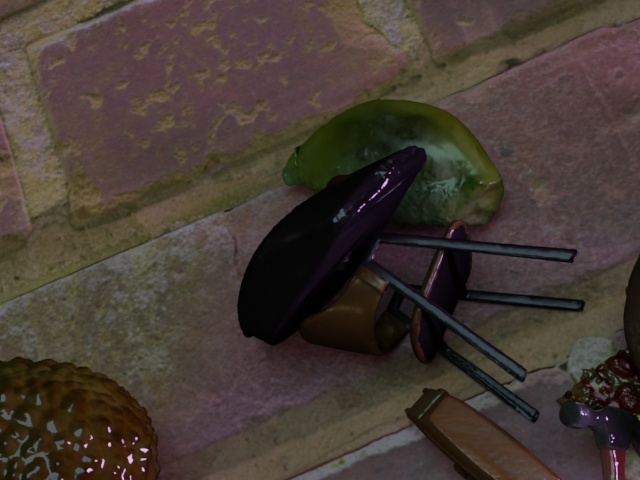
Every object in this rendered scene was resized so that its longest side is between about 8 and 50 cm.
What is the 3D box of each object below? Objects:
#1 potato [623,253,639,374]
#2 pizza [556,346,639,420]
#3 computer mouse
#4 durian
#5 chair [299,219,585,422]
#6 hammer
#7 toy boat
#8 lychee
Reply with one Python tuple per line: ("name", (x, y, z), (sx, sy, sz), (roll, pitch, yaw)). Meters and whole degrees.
("potato", (0.392, 0.085, 1.278), (0.178, 0.160, 0.235), (-36, 72, 39))
("pizza", (0.289, 0.157, 1.338), (0.099, 0.029, 0.100), (-13, 64, 9))
("computer mouse", (-0.004, -0.003, 1.348), (0.087, 0.295, 0.168), (44, 49, 9))
("durian", (0.084, -0.088, 1.458), (0.250, 0.101, 0.139), (19, 73, 21))
("chair", (0.124, 0.068, 1.346), (0.246, 0.159, 0.172), (22, 75, 20))
("hammer", (0.281, 0.299, 1.251), (0.111, 0.033, 0.288), (12, 71, -28))
("toy boat", (0.167, 0.218, 1.312), (0.200, 0.077, 0.057), (37, 73, 25))
("lychee", (-0.277, 0.246, 1.310), (0.319, 0.270, 0.270), (4, 61, -24))
